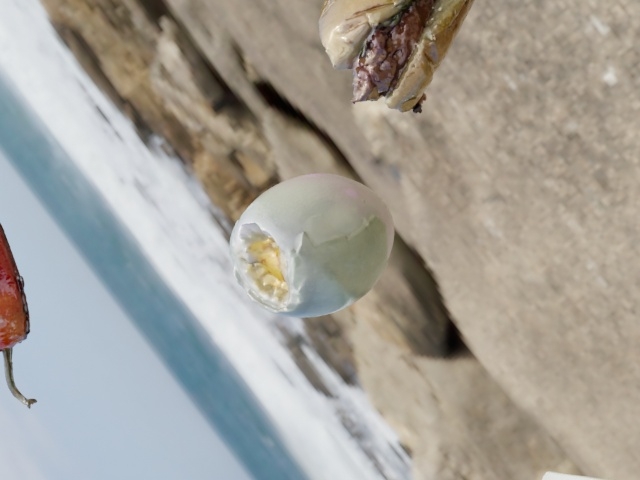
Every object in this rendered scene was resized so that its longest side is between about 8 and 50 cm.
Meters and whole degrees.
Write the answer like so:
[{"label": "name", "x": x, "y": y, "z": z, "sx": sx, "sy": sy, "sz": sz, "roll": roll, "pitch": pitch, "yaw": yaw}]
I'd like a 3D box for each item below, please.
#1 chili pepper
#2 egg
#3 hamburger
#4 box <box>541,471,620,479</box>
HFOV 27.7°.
[{"label": "chili pepper", "x": -0.270, "y": 0.010, "z": 1.020, "sx": 0.059, "sy": 0.050, "sz": 0.268, "roll": 8, "pitch": 115, "yaw": 44}, {"label": "egg", "x": 0.000, "y": 0.000, "z": 1.672, "sx": 0.183, "sy": 0.217, "sz": 0.183, "roll": 23, "pitch": 126, "yaw": 35}, {"label": "hamburger", "x": 0.110, "y": -0.299, "z": 1.468, "sx": 0.155, "sy": 0.245, "sz": 0.282, "roll": 30, "pitch": -153, "yaw": -11}, {"label": "box", "x": 0.178, "y": 0.221, "z": 0.524, "sx": 0.256, "sy": 0.164, "sz": 0.069, "roll": 29, "pitch": 166, "yaw": -17}]
